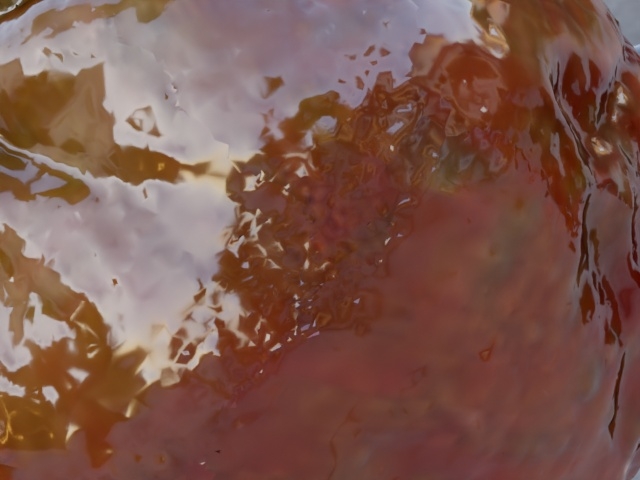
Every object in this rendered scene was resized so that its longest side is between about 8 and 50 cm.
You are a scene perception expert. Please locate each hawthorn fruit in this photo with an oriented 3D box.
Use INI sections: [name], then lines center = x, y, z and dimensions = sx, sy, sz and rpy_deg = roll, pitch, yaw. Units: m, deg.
[hawthorn fruit]
center = -0.016, -0.004, 0.438
dimensions = 0.258, 0.262, 0.258
rpy_deg = -57, 15, 24

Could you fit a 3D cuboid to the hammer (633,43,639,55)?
[hammer]
center = 0.138, -0.097, 0.853
dimensions = 0.427, 0.152, 0.044
rpy_deg = -15, 21, -16
